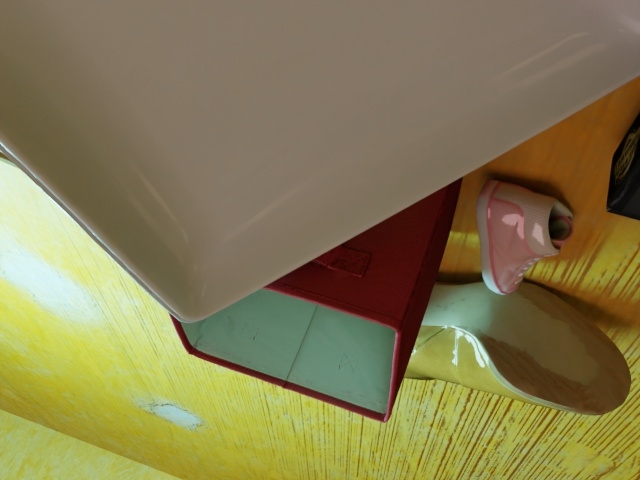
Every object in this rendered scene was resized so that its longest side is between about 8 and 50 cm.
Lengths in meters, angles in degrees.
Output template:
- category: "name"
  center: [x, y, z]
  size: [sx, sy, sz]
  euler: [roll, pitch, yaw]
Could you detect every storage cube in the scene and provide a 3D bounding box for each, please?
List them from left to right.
- category: "storage cube"
  center: [0.000, 0.000, 0.638]
  size: [0.184, 0.193, 0.215]
  euler: [17, 152, 11]

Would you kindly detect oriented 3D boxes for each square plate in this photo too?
- category: "square plate"
  center: [-0.011, -0.138, 0.388]
  size: [0.347, 0.049, 0.344]
  euler: [-30, 134, 6]

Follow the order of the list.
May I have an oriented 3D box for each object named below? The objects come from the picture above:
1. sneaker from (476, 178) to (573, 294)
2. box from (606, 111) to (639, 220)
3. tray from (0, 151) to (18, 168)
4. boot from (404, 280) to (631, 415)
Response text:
- category: "sneaker"
  center: [0.172, 0.007, 0.671]
  size: [0.070, 0.051, 0.134]
  euler: [14, 147, 28]
- category: "box"
  center: [0.283, -0.068, 0.451]
  size: [0.175, 0.051, 0.220]
  euler: [16, 152, 5]
- category: "tray"
  center: [-0.276, -0.167, 0.616]
  size: [0.203, 0.076, 0.411]
  euler: [24, 163, -1]
- category: "boot"
  center: [0.147, 0.111, 0.839]
  size: [0.295, 0.104, 0.211]
  euler: [24, 158, 10]
